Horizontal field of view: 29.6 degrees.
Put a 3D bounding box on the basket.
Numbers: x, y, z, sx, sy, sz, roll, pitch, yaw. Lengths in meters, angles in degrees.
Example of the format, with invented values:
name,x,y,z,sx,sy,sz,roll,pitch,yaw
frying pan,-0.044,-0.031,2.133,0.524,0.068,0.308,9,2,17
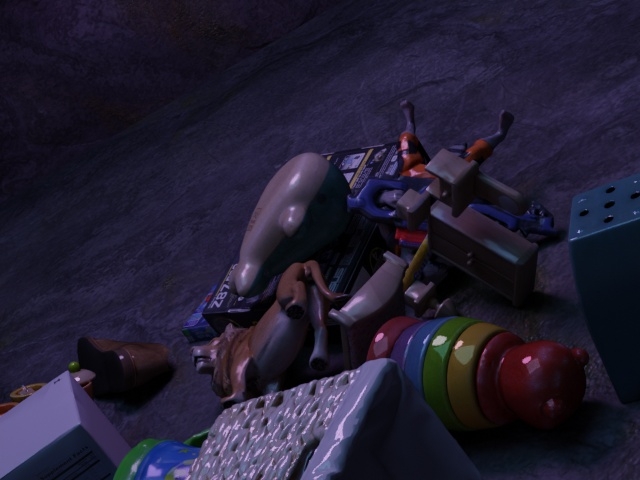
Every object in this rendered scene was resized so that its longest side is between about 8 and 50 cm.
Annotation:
name,x,y,z,sx,sy,sz,roll,pitch,yaw
basket,0.008,0.359,1.287,0.266,0.331,0.328,-17,28,37

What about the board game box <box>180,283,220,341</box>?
name,x,y,z,sx,sy,sz,roll,pitch,yaw
board game box,-0.156,0.126,2.296,0.201,0.035,0.136,-11,32,41

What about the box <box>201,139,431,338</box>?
name,x,y,z,sx,sy,sz,roll,pitch,yaw
box,0.000,0.000,2.155,0.318,0.097,0.395,-6,44,37

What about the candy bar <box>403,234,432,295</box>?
name,x,y,z,sx,sy,sz,roll,pitch,yaw
candy bar,0.161,0.026,1.904,0.018,0.040,0.162,32,96,24

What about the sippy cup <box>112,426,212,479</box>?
name,x,y,z,sx,sy,sz,roll,pitch,yaw
sippy cup,-0.126,0.370,1.592,0.224,0.240,0.306,-10,70,23

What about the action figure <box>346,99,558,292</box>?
name,x,y,z,sx,sy,sz,roll,pitch,yaw
action figure,0.230,-0.062,2.015,0.341,0.178,0.330,15,66,12

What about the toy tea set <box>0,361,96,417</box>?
name,x,y,z,sx,sy,sz,roll,pitch,yaw
toy tea set,-0.553,0.267,2.067,0.336,0.124,0.200,-15,11,-16

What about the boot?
name,x,y,z,sx,sy,sz,roll,pitch,yaw
boot,-0.385,0.237,2.337,0.115,0.112,0.305,-12,6,-31

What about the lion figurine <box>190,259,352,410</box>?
name,x,y,z,sx,sy,sz,roll,pitch,yaw
lion figurine,-0.065,0.145,1.919,0.392,0.142,0.240,-47,21,29

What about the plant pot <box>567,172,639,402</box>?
name,x,y,z,sx,sy,sz,roll,pitch,yaw
plant pot,0.404,0.046,1.497,0.165,0.234,0.166,-20,28,27

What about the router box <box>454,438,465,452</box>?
name,x,y,z,sx,sy,sz,roll,pitch,yaw
router box,0.121,0.309,1.596,0.122,0.038,0.092,-11,33,41

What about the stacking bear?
name,x,y,z,sx,sy,sz,roll,pitch,yaw
stacking bear,0.215,0.182,1.589,0.289,0.164,0.175,-1,40,44

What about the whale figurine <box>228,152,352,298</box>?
name,x,y,z,sx,sy,sz,roll,pitch,yaw
whale figurine,-0.046,-0.011,2.015,0.272,0.141,0.216,-60,15,-8

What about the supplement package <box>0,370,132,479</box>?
name,x,y,z,sx,sy,sz,roll,pitch,yaw
supplement package,-0.372,0.379,1.804,0.198,0.263,0.199,-35,23,-4

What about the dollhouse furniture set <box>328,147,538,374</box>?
name,x,y,z,sx,sy,sz,roll,pitch,yaw
dollhouse furniture set,0.141,0.104,1.732,0.173,0.303,0.355,32,63,25
